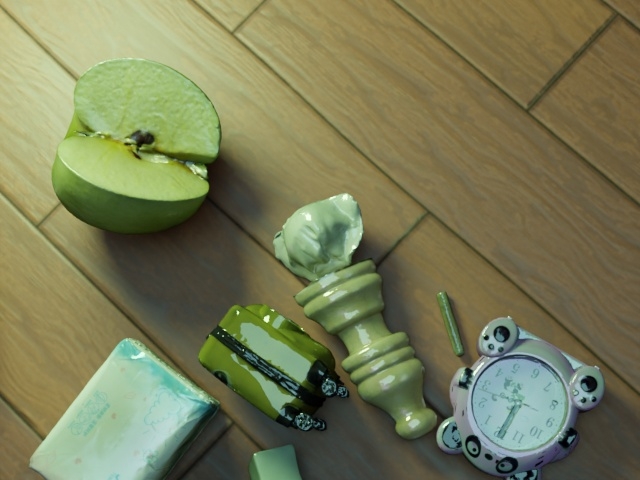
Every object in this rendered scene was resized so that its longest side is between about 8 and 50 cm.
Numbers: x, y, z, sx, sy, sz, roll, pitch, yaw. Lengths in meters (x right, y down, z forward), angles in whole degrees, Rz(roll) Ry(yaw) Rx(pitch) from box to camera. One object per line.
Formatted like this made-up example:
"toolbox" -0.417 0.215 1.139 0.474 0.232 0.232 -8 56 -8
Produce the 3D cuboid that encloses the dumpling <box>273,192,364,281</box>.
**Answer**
"dumpling" 0.000 0.000 1.955 0.188 0.108 0.127 -36 70 23

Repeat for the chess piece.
"chess piece" 0.091 0.194 1.912 0.139 0.124 0.307 -18 77 -45

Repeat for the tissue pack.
"tissue pack" -0.326 0.321 1.906 0.201 0.124 0.271 35 83 14

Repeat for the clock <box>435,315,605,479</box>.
"clock" 0.322 0.276 1.885 0.228 0.090 0.247 30 83 10

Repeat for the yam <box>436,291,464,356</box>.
"yam" 0.223 0.143 1.955 0.021 0.021 0.116 -16 76 1

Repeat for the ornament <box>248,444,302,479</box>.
"ornament" -0.054 0.475 1.847 0.121 0.130 0.285 0 77 -9

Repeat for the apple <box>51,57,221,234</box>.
"apple" -0.315 -0.143 1.952 0.258 0.233 0.295 16 67 -12

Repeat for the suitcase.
"suitcase" -0.070 0.203 1.874 0.235 0.194 0.143 35 88 13
